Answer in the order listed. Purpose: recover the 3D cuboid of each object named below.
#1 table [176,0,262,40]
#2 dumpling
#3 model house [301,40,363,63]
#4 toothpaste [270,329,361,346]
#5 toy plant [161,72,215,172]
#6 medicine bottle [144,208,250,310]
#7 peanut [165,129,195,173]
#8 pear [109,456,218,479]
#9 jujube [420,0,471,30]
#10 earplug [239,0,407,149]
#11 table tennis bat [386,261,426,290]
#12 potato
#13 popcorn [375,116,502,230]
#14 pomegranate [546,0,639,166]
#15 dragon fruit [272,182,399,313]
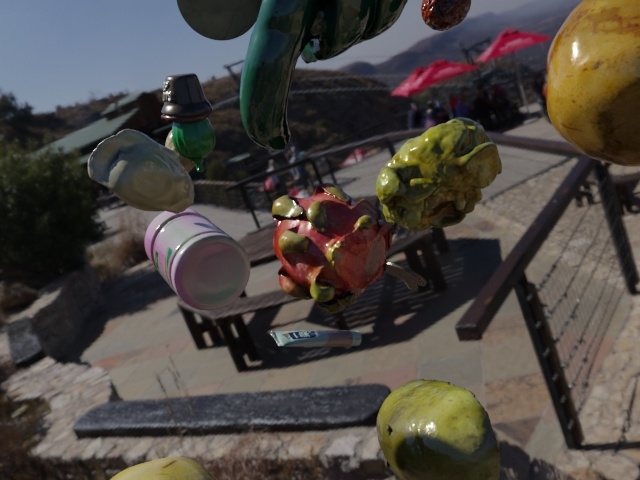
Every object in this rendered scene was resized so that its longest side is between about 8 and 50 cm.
[{"bbox_3d":[-0.158,-0.384,0.979,0.134,0.133,0.043,-22,26,0],"label":"table"},{"bbox_3d":[-0.394,-0.150,1.423,0.132,0.250,0.162,17,82,63],"label":"dumpling"},{"bbox_3d":[-0.007,-0.744,1.733,0.298,0.360,0.339,-18,-6,12],"label":"model house"},{"bbox_3d":[-0.006,0.212,1.353,0.205,0.036,0.056,5,21,-29],"label":"toothpaste"},{"bbox_3d":[-0.273,-0.241,1.295,0.105,0.200,0.143,-13,19,-23],"label":"toy plant"},{"bbox_3d":[-0.347,0.043,1.729,0.212,0.212,0.325,-27,28,-20],"label":"medicine bottle"},{"bbox_3d":[-0.377,-0.200,1.668,0.086,0.227,0.104,8,13,-39],"label":"peanut"},{"bbox_3d":[-0.284,0.538,1.104,0.309,0.309,0.309,-20,14,5],"label":"pear"},{"bbox_3d":[0.295,-0.547,1.462,0.112,0.109,0.176,2,20,14],"label":"jujube"},{"bbox_3d":[0.005,-0.266,0.790,0.280,0.257,0.164,-25,17,-16],"label":"earplug"},{"bbox_3d":[0.260,0.111,1.900,0.138,0.022,0.246,20,-11,23],"label":"table tennis bat"},{"bbox_3d":[0.141,0.286,0.885,0.111,0.160,0.272,-5,-4,-16],"label":"potato"},{"bbox_3d":[0.296,-0.179,1.646,0.334,0.292,0.293,-48,44,-2],"label":"popcorn"},{"bbox_3d":[0.461,-0.236,0.906,0.264,0.264,0.264,-20,14,5],"label":"pomegranate"},{"bbox_3d":[0.015,0.010,1.217,0.227,0.243,0.307,-57,-12,4],"label":"dragon fruit"}]
